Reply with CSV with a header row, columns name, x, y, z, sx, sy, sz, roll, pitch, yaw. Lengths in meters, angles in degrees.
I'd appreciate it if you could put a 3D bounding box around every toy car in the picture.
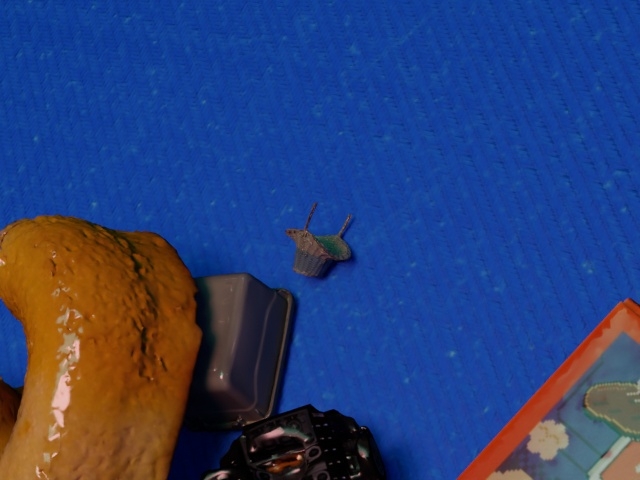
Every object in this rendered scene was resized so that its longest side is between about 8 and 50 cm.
name,x,y,z,sx,sy,sz,roll,pitch,yaw
toy car,-0.007,0.300,1.835,0.193,0.118,0.301,-20,51,7

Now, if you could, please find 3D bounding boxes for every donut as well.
name,x,y,z,sx,sy,sz,roll,pitch,yaw
donut,-0.317,0.191,1.999,0.435,0.163,0.377,-43,46,24

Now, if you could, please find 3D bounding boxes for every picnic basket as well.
name,x,y,z,sx,sy,sz,roll,pitch,yaw
picnic basket,0.000,0.000,2.057,0.083,0.065,0.083,23,97,44

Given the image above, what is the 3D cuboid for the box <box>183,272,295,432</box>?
name,x,y,z,sx,sy,sz,roll,pitch,yaw
box,-0.109,0.115,2.028,0.124,0.093,0.172,-8,58,29

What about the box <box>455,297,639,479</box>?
name,x,y,z,sx,sy,sz,roll,pitch,yaw
box,0.325,0.279,1.486,0.257,0.318,0.349,-46,55,-3
